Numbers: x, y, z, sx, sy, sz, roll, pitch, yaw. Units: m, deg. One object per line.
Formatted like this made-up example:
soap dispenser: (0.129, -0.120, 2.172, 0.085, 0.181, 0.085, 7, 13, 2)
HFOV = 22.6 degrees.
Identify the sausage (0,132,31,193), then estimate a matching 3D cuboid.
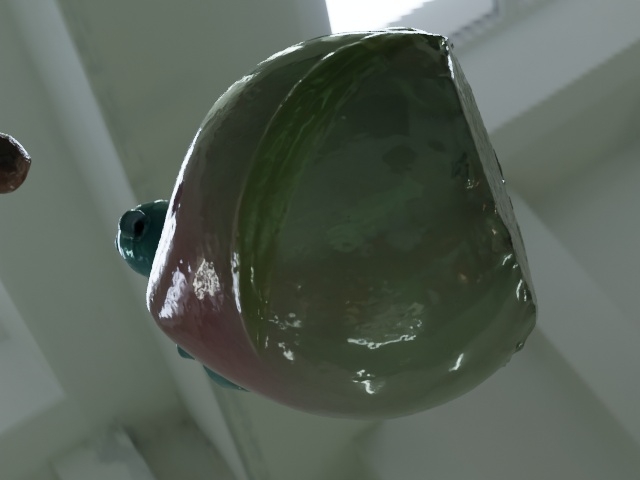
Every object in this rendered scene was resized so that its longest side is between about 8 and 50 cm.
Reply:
sausage: (-0.323, -0.078, 1.531, 0.094, 0.054, 0.059, 17, -114, -25)

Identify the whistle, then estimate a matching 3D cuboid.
whistle: (-0.087, 0.032, 1.446, 0.093, 0.274, 0.186, 9, -105, 41)

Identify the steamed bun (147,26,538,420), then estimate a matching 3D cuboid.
steamed bun: (0.000, 0.000, 1.205, 0.309, 0.309, 0.309, -4, -123, 7)
